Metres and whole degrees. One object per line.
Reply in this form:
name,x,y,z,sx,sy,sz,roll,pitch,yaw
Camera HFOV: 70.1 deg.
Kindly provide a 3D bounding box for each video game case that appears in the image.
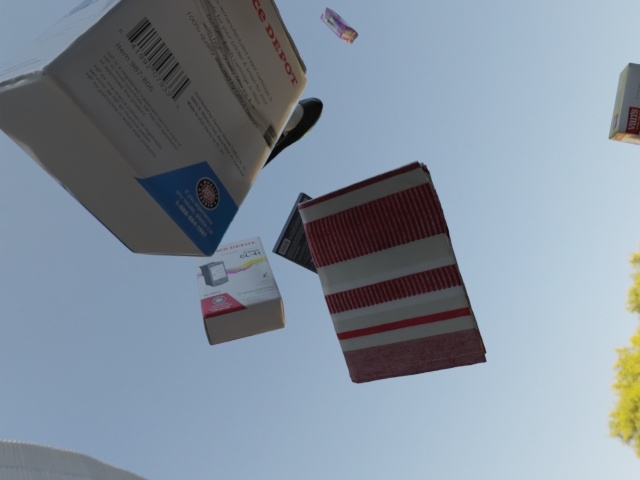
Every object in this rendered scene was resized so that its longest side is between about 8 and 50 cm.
video game case,0.000,0.000,1.406,0.274,0.026,0.196,29,-96,-38

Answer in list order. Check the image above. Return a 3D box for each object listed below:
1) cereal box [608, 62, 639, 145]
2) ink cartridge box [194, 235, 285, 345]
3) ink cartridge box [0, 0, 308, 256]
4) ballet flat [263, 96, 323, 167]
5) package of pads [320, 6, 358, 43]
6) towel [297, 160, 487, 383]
cereal box,0.759,-0.274,0.970,0.047,0.240,0.173,65,-140,-74
ink cartridge box,-0.250,0.141,1.374,0.226,0.306,0.131,-13,-50,-12
ink cartridge box,-0.198,-0.216,0.648,0.285,0.166,0.395,59,-138,-42
ballet flat,-0.109,-0.264,1.116,0.280,0.095,0.096,-44,-28,0
package of pads,0.041,-0.473,1.006,0.050,0.083,0.032,-1,-42,-53
towel,0.110,0.062,0.752,0.037,0.237,0.329,-18,-89,-65
